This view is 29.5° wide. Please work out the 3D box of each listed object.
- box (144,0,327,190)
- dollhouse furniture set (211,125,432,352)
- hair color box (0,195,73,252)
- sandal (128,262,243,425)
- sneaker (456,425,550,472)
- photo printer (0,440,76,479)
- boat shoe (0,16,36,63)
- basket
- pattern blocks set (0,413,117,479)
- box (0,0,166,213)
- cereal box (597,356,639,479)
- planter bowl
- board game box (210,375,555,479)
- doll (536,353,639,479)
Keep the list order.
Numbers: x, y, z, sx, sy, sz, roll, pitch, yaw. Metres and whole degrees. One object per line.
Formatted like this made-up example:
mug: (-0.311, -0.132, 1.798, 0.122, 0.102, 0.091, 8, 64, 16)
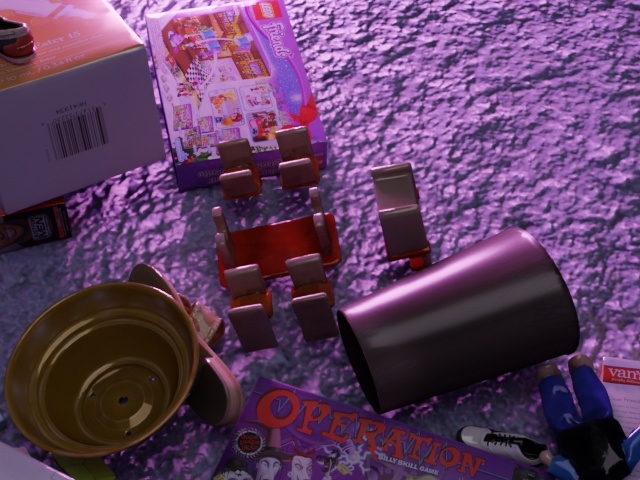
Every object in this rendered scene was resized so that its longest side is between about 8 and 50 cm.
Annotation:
box: (-0.119, -0.206, 1.657, 0.201, 0.057, 0.293, -9, 53, -8)
dollhouse furniture set: (0.000, 0.000, 1.482, 0.259, 0.135, 0.262, -11, 52, 4)
hair color box: (-0.383, -0.024, 1.500, 0.141, 0.072, 0.043, -13, 53, -10)
sandal: (-0.139, 0.121, 1.404, 0.079, 0.088, 0.240, 3, 37, -43)
sneaker: (0.204, 0.224, 1.341, 0.109, 0.044, 0.040, 15, 55, 12)
photo printer: (-0.376, 0.336, 1.165, 0.256, 0.107, 0.307, 22, 61, 17)
boat shoe: (-0.383, -0.244, 1.409, 0.137, 0.043, 0.049, 24, 49, 32)
basket: (0.145, 0.095, 1.371, 0.227, 0.154, 0.204, -20, 13, -8)
pattern blocks set: (-0.342, 0.314, 1.267, 0.325, 0.026, 0.285, 37, 59, 24)
box: (-0.368, -0.218, 1.542, 0.215, 0.168, 0.345, -22, 42, -19)
cereal box: (0.385, 0.247, 1.324, 0.173, 0.047, 0.240, 9, 52, 7)
planter bowl: (-0.229, 0.159, 1.341, 0.217, 0.090, 0.217, -6, 54, 8)
board game box: (0.056, 0.287, 1.287, 0.347, 0.056, 0.208, 16, 49, 11)
doll: (0.294, 0.209, 1.300, 0.129, 0.046, 0.189, -17, 47, 5)
